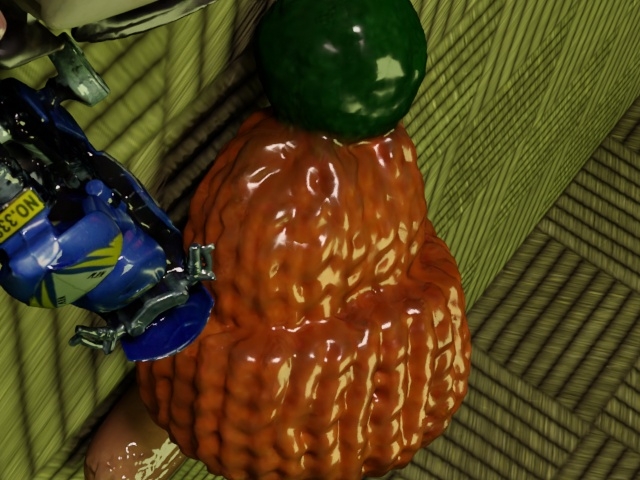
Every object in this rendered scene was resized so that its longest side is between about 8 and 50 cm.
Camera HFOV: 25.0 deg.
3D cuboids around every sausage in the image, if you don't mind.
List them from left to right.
[{"bbox_3d":[-0.116,0.128,1.357,0.289,0.086,0.086,-49,164,-22],"label":"sausage"}]

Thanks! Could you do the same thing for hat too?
[{"bbox_3d":[0.000,0.000,1.138,0.285,0.285,0.400,-44,151,-41],"label":"hat"}]

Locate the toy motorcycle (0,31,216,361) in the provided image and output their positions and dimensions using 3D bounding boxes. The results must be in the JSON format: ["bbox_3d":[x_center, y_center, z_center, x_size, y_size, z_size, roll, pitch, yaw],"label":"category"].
[{"bbox_3d":[-0.132,-0.011,0.783,0.113,0.169,0.315,-36,174,1],"label":"toy motorcycle"}]

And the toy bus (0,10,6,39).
[{"bbox_3d":[-0.224,-0.039,0.616,0.203,0.090,0.063,-54,156,-6],"label":"toy bus"}]

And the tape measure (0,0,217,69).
[{"bbox_3d":[-0.060,-0.223,0.691,0.231,0.133,0.271,-24,147,-52],"label":"tape measure"}]
